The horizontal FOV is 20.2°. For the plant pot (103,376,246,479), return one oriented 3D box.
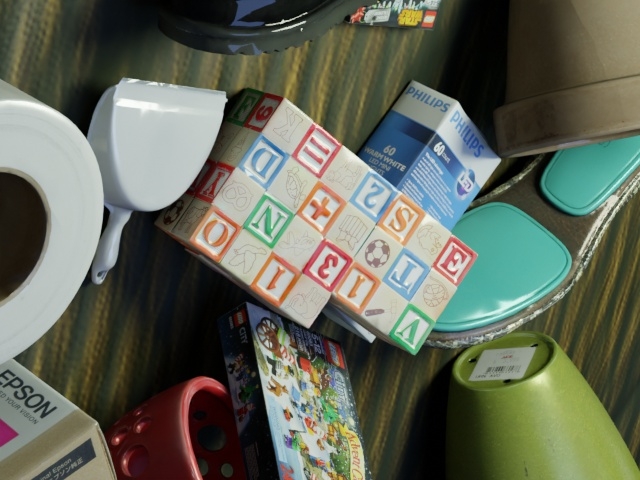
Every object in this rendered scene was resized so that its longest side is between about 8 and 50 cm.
[{"bbox_3d":[-0.153,0.255,1.791,0.174,0.191,0.191,-28,145,19],"label":"plant pot"}]

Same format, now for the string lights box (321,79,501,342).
[{"bbox_3d":[0.079,-0.031,1.987,0.259,0.077,0.133,-54,141,-9],"label":"string lights box"}]

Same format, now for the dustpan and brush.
[{"bbox_3d":[-0.179,-0.052,1.721,0.147,0.060,0.211,3,103,-47],"label":"dustpan and brush"}]

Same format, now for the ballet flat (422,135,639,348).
[{"bbox_3d":[0.262,-0.007,2.160,0.483,0.164,0.182,-43,162,-23],"label":"ballet flat"}]

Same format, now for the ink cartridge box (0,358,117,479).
[{"bbox_3d":[-0.326,0.184,1.550,0.193,0.235,0.088,-36,136,-28],"label":"ink cartridge box"}]

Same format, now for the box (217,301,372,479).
[{"bbox_3d":[-0.021,0.191,1.847,0.044,0.233,0.159,-32,144,28],"label":"box"}]

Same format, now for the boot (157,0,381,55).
[{"bbox_3d":[-0.014,-0.338,1.657,0.348,0.131,0.260,-29,132,-36],"label":"boot"}]

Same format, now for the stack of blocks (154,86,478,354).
[{"bbox_3d":[0.000,0.000,1.833,0.297,0.087,0.171,37,83,-30],"label":"stack of blocks"}]

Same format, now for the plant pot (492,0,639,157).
[{"bbox_3d":[0.303,-0.224,1.990,0.263,0.263,0.229,-12,90,-43],"label":"plant pot"}]

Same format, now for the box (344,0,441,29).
[{"bbox_3d":[0.080,-0.272,1.881,0.137,0.027,0.094,-3,116,-46],"label":"box"}]

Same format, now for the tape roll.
[{"bbox_3d":[-0.324,-0.029,1.477,0.246,0.169,0.246,-26,130,-36],"label":"tape roll"}]

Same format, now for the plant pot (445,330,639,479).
[{"bbox_3d":[0.268,0.272,2.259,0.275,0.275,0.293,-33,119,-30],"label":"plant pot"}]
